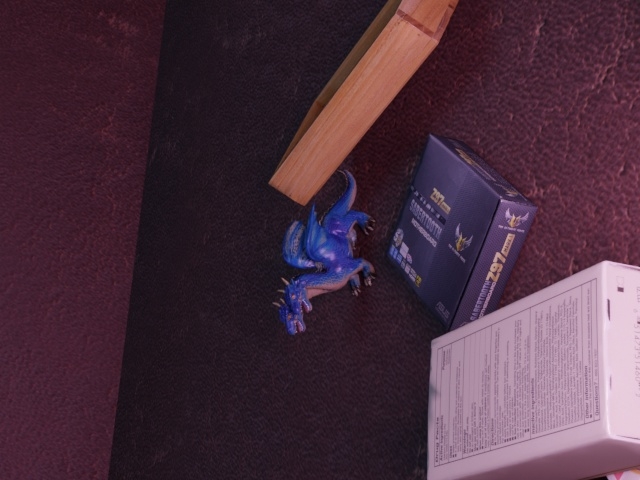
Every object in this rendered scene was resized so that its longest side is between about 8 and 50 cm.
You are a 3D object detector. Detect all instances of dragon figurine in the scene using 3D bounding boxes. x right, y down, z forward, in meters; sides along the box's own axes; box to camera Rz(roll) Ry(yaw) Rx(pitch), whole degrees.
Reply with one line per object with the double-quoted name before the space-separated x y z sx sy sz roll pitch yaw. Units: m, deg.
"dragon figurine" 0.000 0.000 1.935 0.085 0.144 0.289 142 133 -57

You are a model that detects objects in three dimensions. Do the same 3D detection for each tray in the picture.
"tray" 0.071 -0.236 1.872 0.411 0.076 0.203 -48 12 50

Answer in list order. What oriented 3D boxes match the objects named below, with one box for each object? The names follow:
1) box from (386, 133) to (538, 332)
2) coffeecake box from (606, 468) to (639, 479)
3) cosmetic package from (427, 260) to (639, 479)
"box" 0.172 -0.011 1.653 0.183 0.059 0.233 -70 26 19
"coffeecake box" 0.329 0.150 1.212 0.142 0.068 0.186 -115 42 -54
"cosmetic package" 0.222 0.142 1.234 0.309 0.113 0.160 145 132 -61
